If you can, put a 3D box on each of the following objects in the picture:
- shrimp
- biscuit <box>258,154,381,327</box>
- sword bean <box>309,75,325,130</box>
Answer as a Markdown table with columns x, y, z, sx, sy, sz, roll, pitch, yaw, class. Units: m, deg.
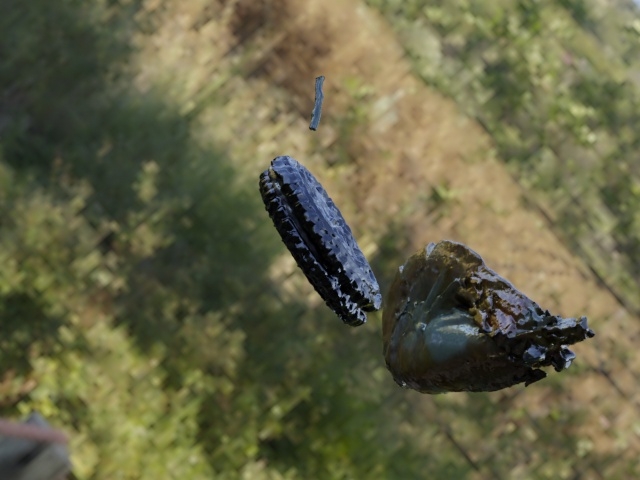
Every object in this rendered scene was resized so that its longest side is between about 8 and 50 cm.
| x | y | z | sx | sy | sz | roll | pitch | yaw | class |
| --- | --- | --- | --- | --- | --- | --- | --- | --- | --- |
| 0.085 | 0.048 | 0.962 | 0.043 | 0.091 | 0.184 | 6 | 2 | -32 | shrimp |
| 0.000 | 0.000 | 1.719 | 0.194 | 0.053 | 0.194 | 56 | 7 | -10 | biscuit |
| -0.003 | -0.146 | 1.819 | 0.012 | 0.012 | 0.083 | 50 | 33 | -37 | sword bean |
